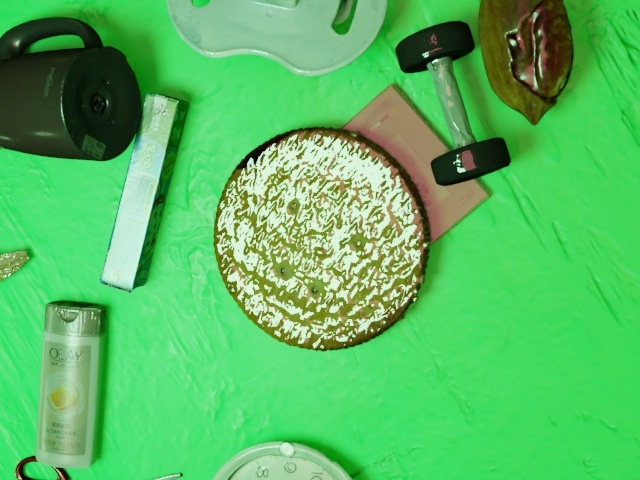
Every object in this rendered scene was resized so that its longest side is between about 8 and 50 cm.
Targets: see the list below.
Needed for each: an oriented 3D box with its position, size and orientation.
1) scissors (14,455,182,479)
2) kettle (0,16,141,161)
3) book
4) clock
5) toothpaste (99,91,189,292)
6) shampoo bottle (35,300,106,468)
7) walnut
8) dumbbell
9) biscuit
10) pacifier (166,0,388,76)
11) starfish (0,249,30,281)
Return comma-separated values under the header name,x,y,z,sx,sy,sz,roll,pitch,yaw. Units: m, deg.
name,x,y,z,sx,sy,sz,roll,pitch,yaw
scissors,-0.314,0.376,1.495,0.247,0.017,0.144,-3,95,8
kettle,-0.366,-0.202,1.375,0.232,0.144,0.202,5,80,31
book,0.109,-0.090,1.385,0.138,0.016,0.199,-40,88,10
clock,-0.047,0.386,1.433,0.236,0.053,0.237,0,93,9
toothpaste,-0.239,-0.065,1.418,0.050,0.065,0.267,16,97,8
shampoo bottle,-0.349,0.201,1.464,0.086,0.056,0.228,7,96,8
walnut,0.257,-0.246,1.302,0.115,0.116,0.207,-5,94,10
dumbbell,0.166,-0.170,1.318,0.100,0.100,0.191,-17,86,10
biscuit,0.000,0.000,1.391,0.305,0.038,0.305,2,99,14
pacifier,-0.054,-0.335,1.290,0.287,0.226,0.239,16,79,6
starfish,-0.525,0.045,1.486,0.227,0.043,0.241,10,100,10
